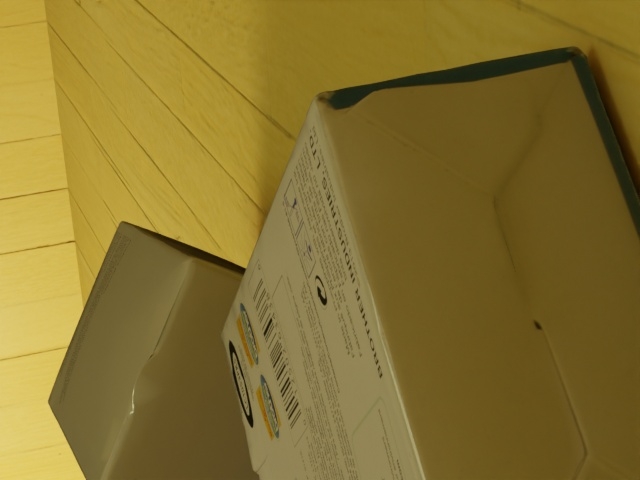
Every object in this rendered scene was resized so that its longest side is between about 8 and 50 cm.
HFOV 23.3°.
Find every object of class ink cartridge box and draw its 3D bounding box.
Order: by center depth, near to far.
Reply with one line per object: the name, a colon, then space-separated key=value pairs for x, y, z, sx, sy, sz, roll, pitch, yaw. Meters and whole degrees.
ink cartridge box: x=0.057 y=0.112 z=0.853 sx=0.395 sy=0.151 sz=0.270 roll=118 pitch=139 yaw=-63

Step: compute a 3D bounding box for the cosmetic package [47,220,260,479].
cosmetic package: x=-0.110 y=0.108 z=1.280 sx=0.196 sy=0.155 sz=0.365 roll=-67 pitch=17 yaw=0
